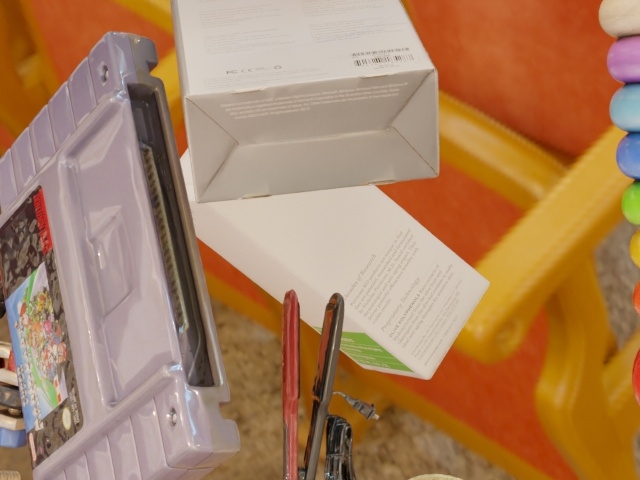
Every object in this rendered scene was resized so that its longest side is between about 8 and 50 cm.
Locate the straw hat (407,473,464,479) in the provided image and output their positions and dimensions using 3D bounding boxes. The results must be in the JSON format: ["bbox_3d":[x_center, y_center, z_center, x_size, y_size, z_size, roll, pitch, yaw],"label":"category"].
[{"bbox_3d":[0.117,0.293,1.511,0.145,0.061,0.144,-5,78,24],"label":"straw hat"}]

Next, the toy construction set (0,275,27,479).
[{"bbox_3d":[-0.342,0.209,1.972,0.257,0.237,0.308,-22,67,42],"label":"toy construction set"}]

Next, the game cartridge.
[{"bbox_3d":[-0.175,0.043,1.271,0.230,0.068,0.355,-37,57,40],"label":"game cartridge"}]

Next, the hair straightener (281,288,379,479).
[{"bbox_3d":[0.010,0.158,1.381,0.089,0.047,0.230,2,85,-13],"label":"hair straightener"}]

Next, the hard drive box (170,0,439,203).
[{"bbox_3d":[-0.018,-0.125,1.230,0.181,0.089,0.232,-6,29,-4],"label":"hard drive box"}]

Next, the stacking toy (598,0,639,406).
[{"bbox_3d":[0.277,-0.020,1.176,0.141,0.141,0.330,0,92,27],"label":"stacking toy"}]

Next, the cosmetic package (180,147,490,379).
[{"bbox_3d":[0.000,0.000,1.956,0.155,0.365,0.197,-57,18,-13],"label":"cosmetic package"}]
